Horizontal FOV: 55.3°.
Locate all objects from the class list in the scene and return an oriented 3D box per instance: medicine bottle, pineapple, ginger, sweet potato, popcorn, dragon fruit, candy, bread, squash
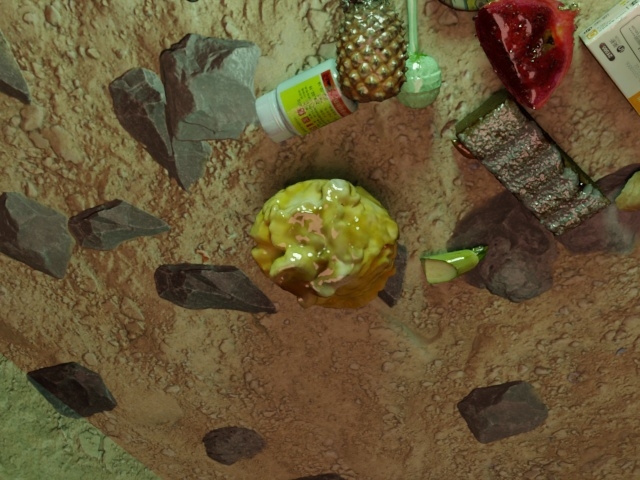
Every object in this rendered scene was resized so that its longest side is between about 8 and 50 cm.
[{"bbox_3d":[-0.032,-0.336,1.484,0.225,0.139,0.139,-20,120,19],"label":"medicine bottle"},{"bbox_3d":[0.103,-0.483,1.309,0.175,0.175,0.361,-3,111,9],"label":"pineapple"},{"bbox_3d":[0.862,-0.112,1.554,0.115,0.123,0.193,21,133,-32],"label":"ginger"},{"bbox_3d":[0.373,-0.234,1.571,0.095,0.034,0.034,28,123,-16],"label":"sweet potato"},{"bbox_3d":[0.013,0.000,1.610,0.390,0.354,0.344,15,112,-55],"label":"popcorn"},{"bbox_3d":[0.473,-0.449,1.355,0.211,0.134,0.262,-28,112,8],"label":"dragon fruit"},{"bbox_3d":[0.204,-0.514,1.372,0.119,0.119,0.440,-4,117,10],"label":"candy"},{"bbox_3d":[0.534,-0.189,1.537,0.416,0.113,0.165,39,118,-18],"label":"bread"},{"bbox_3d":[0.389,0.065,1.751,0.200,0.075,0.090,-18,94,17],"label":"squash"}]

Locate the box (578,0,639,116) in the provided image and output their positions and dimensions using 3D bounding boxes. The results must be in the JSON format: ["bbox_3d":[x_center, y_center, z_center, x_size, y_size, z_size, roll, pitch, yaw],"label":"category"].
[{"bbox_3d":[0.750,-0.424,1.361,0.274,0.091,0.220,39,121,-18],"label":"box"}]

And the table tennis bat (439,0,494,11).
[{"bbox_3d":[0.390,-0.661,1.255,0.268,0.051,0.414,31,120,-27],"label":"table tennis bat"}]
